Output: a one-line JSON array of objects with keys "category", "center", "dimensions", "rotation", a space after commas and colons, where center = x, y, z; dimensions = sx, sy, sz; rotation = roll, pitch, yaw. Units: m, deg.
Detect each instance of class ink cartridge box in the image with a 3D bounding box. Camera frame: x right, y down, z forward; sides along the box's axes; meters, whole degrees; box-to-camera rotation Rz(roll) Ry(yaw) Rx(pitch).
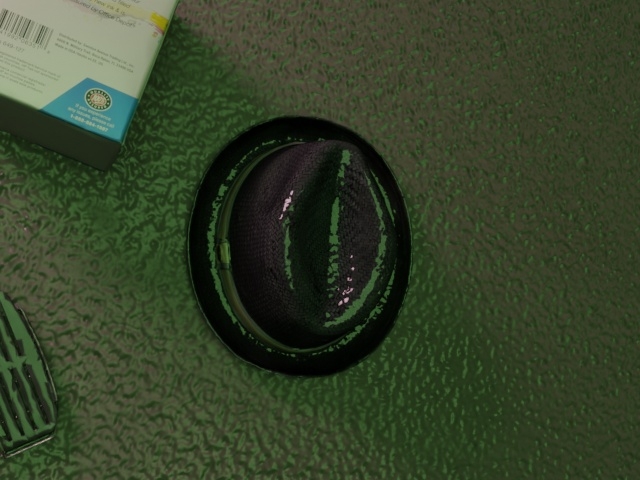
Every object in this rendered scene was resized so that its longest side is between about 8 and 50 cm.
[{"category": "ink cartridge box", "center": [-0.266, -0.225, 0.889], "dimensions": [0.171, 0.168, 0.232], "rotation": [22, 77, -16]}]

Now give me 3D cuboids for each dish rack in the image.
[{"category": "dish rack", "center": [-0.424, 0.172, 0.844], "dimensions": [0.272, 0.074, 0.208], "rotation": [-22, 92, -20]}]

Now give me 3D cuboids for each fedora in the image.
[{"category": "fedora", "center": [0.000, 0.000, 0.966], "dimensions": [0.334, 0.152, 0.333], "rotation": [2, 84, -19]}]
